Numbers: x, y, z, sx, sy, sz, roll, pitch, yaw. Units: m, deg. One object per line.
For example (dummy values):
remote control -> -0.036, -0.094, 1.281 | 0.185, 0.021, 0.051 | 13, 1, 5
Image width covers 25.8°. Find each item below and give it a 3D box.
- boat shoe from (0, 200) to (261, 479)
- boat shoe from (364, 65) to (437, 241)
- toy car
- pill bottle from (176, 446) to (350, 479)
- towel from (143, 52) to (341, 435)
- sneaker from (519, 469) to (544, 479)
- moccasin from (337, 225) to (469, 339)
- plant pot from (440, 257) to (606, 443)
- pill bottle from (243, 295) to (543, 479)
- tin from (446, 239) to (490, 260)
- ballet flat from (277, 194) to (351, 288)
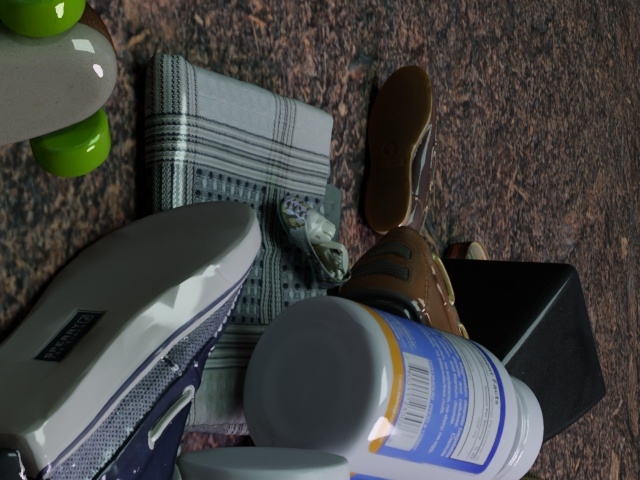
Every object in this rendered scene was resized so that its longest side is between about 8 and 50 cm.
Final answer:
boat shoe -> -0.138, 0.110, 0.990 | 0.340, 0.127, 0.158 | -46, 133, -48
boat shoe -> 0.091, -0.090, 1.549 | 0.073, 0.073, 0.207 | 42, 55, -57
toy car -> -0.214, -0.149, 0.870 | 0.155, 0.149, 0.188 | 91, -17, -54
pill bottle -> -0.045, 0.319, 1.031 | 0.176, 0.176, 0.318 | 5, 86, -64
towel -> -0.054, 0.018, 1.238 | 0.324, 0.056, 0.312 | 16, 71, -64
sneaker -> 0.094, 0.300, 1.329 | 0.282, 0.099, 0.153 | -4, 115, -35
moccasin -> 0.104, 0.159, 1.446 | 0.147, 0.139, 0.380 | -59, 138, -48
plant pot -> 0.197, 0.146, 1.613 | 0.167, 0.187, 0.188 | -45, 127, -42
pill bottle -> 0.075, 0.147, 1.216 | 0.272, 0.152, 0.152 | 21, 66, -47
tin -> 0.201, 0.082, 1.781 | 0.189, 0.040, 0.106 | 64, 37, -37
ballet flat -> 0.000, 0.000, 1.261 | 0.114, 0.041, 0.041 | 61, 34, -40
